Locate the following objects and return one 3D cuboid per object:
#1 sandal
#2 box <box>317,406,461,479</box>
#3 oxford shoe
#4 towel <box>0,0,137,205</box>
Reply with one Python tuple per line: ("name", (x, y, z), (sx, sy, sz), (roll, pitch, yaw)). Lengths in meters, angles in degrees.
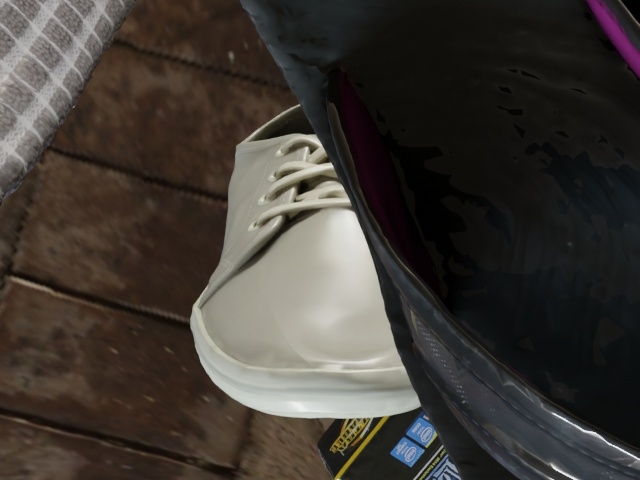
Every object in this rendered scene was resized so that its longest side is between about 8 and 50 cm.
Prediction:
("sandal", (0.072, -0.014, 0.519), (0.167, 0.107, 0.446), (-34, 87, 16))
("box", (0.192, 0.140, 1.498), (0.257, 0.079, 0.322), (35, 99, -24))
("oxford shoe", (0.000, 0.000, 1.143), (0.169, 0.449, 0.130), (3, 109, -1))
("towel", (-0.193, -0.125, 0.652), (0.121, 0.284, 0.235), (-33, 111, 33))
